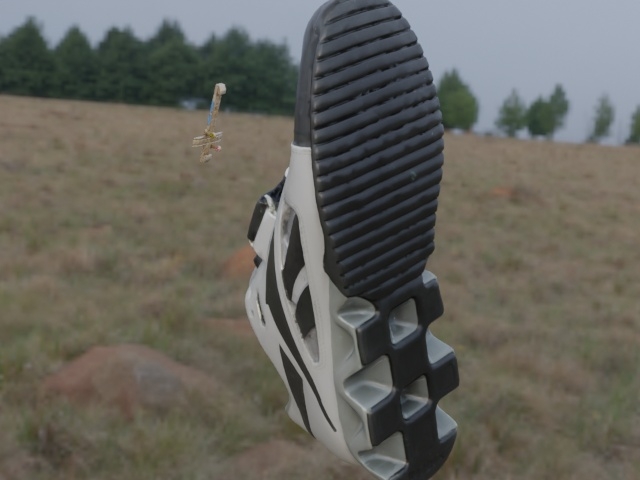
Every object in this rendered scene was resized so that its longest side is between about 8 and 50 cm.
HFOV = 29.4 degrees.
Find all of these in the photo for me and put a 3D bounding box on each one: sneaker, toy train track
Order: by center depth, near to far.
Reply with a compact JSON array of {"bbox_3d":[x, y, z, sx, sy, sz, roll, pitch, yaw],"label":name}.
[{"bbox_3d":[0.000,0.000,0.812,0.146,0.330,0.122,14,25,43],"label":"sneaker"},{"bbox_3d":[-0.105,-0.115,1.216,0.014,0.083,0.048,25,24,25],"label":"toy train track"}]
